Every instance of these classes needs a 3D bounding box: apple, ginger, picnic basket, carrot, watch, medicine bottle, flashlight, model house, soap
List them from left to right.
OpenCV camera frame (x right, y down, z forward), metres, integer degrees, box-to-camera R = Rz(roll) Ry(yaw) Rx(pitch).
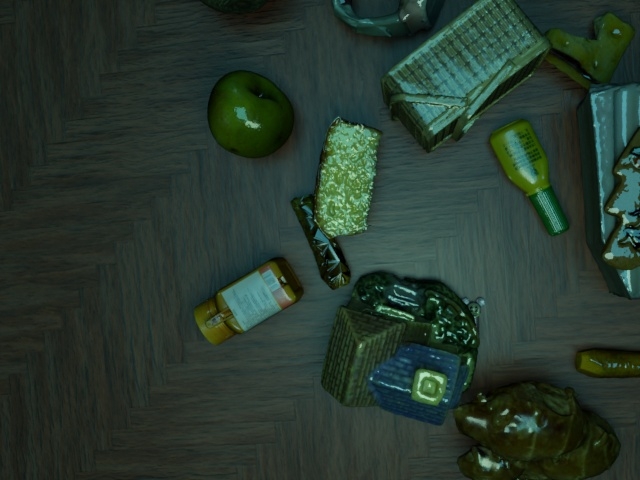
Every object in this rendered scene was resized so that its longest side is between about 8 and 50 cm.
[{"bbox_3d":[-0.160,0.135,1.477,0.222,0.149,0.112,-31,88,7],"label":"medicine bottle"},{"bbox_3d":[-0.155,-0.269,1.452,0.196,0.196,0.157,37,131,5],"label":"apple"},{"bbox_3d":[0.001,0.000,1.498,0.069,0.069,0.228,-24,88,7],"label":"carrot"},{"bbox_3d":[0.144,-0.562,1.435,0.241,0.162,0.253,23,92,19],"label":"watch"},{"bbox_3d":[0.166,0.221,1.371,0.321,0.266,0.261,15,101,12],"label":"model house"},{"bbox_3d":[0.292,-0.329,1.373,0.313,0.228,0.175,-38,84,6],"label":"picnic basket"},{"bbox_3d":[0.339,0.183,1.476,0.052,0.031,0.110,-2,91,7],"label":"flashlight"},{"bbox_3d":[0.429,0.410,1.376,0.358,0.152,0.274,34,119,-29],"label":"ginger"},{"bbox_3d":[0.458,-0.132,1.436,0.095,0.064,0.260,-26,88,1],"label":"medicine bottle"},{"bbox_3d":[0.710,0.267,1.421,0.315,0.066,0.066,2,92,5],"label":"carrot"},{"bbox_3d":[0.701,-0.095,1.334,0.351,0.213,0.434,-4,91,5],"label":"soap"}]

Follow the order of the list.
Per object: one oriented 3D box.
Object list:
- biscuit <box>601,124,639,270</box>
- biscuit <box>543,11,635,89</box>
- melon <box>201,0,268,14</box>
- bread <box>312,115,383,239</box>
[{"bbox_3d":[0.630,-0.075,1.218,0.278,0.043,0.301,-19,90,7],"label":"biscuit"},{"bbox_3d":[0.562,-0.417,1.400,0.174,0.039,0.183,35,78,-3],"label":"biscuit"},{"bbox_3d":[-0.194,-0.639,1.416,0.238,0.237,0.301,-11,85,7],"label":"melon"},{"bbox_3d":[0.053,-0.129,1.454,0.129,0.134,0.260,9,94,-4],"label":"bread"}]
